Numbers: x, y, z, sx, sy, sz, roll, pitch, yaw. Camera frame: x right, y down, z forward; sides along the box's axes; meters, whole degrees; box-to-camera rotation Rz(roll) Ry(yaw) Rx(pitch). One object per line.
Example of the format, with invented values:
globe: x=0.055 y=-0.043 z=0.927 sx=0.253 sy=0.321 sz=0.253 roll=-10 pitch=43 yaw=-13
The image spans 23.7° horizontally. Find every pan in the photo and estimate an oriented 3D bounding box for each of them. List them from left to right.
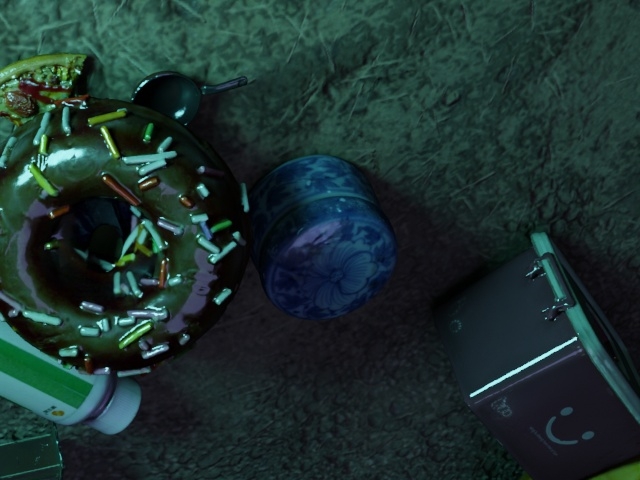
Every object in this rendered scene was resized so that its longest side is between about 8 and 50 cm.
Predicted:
pan: x=-0.126 y=-0.141 z=1.449 sx=0.115 sy=0.023 sz=0.068 roll=-16 pitch=132 yaw=-6

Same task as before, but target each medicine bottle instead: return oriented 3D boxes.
medicine bottle: x=-0.297 y=0.122 z=1.553 sx=0.095 sy=0.095 sz=0.260 roll=-43 pitch=130 yaw=15

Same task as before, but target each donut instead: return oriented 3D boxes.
donut: x=-0.194 y=0.001 z=1.389 sx=0.269 sy=0.103 sz=0.270 roll=0 pitch=107 yaw=-1

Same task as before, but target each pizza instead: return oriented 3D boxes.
pizza: x=-0.253 y=-0.137 z=1.396 sx=0.099 sy=0.029 sz=0.100 roll=-40 pitch=133 yaw=11

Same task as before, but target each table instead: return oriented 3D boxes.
table: x=-0.356 y=0.256 z=1.656 sx=0.146 sy=0.062 sz=0.175 roll=-10 pitch=163 yaw=-15

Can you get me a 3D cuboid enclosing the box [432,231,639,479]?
box: x=0.264 y=0.151 z=1.764 sx=0.167 sy=0.193 sz=0.294 roll=-28 pitch=135 yaw=13

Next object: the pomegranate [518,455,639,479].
pomegranate: x=0.393 y=0.436 z=1.897 sx=0.410 sy=0.410 sz=0.410 roll=-12 pitch=132 yaw=-14

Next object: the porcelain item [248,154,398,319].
porcelain item: x=0.000 y=0.000 z=1.563 sx=0.147 sy=0.114 sz=0.147 roll=-11 pitch=132 yaw=-13

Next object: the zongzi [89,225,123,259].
zongzi: x=-0.173 y=0.028 z=1.540 sx=0.197 sy=0.099 sz=0.194 roll=-2 pitch=122 yaw=-52
